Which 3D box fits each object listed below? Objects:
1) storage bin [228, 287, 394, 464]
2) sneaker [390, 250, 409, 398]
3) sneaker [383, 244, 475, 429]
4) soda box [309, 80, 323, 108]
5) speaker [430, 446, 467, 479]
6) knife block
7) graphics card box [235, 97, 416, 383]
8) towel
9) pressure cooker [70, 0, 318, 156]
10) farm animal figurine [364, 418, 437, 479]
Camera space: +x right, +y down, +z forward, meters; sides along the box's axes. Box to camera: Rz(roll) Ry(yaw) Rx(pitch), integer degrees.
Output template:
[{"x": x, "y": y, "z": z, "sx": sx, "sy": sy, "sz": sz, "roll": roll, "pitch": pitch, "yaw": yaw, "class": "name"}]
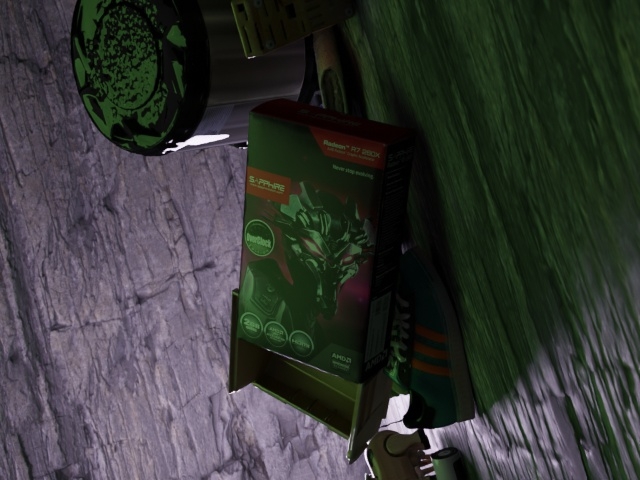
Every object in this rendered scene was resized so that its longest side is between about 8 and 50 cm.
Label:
[{"x": -0.016, "y": 0.211, "z": 1.680, "sx": 0.262, "sy": 0.123, "sz": 0.260, "roll": 26, "pitch": 131, "yaw": 24, "class": "storage bin"}, {"x": 0.097, "y": 0.062, "z": 1.743, "sx": 0.202, "sy": 0.185, "sz": 0.482, "roll": -60, "pitch": -42, "yaw": -62, "class": "sneaker"}, {"x": 0.149, "y": 0.160, "z": 1.518, "sx": 0.108, "sy": 0.121, "sz": 0.302, "roll": -124, "pitch": 17, "yaw": -72, "class": "sneaker"}, {"x": 0.007, "y": -0.271, "z": 2.014, "sx": 0.169, "sy": 0.053, "sz": 0.060, "roll": 80, "pitch": 172, "yaw": -53, "class": "soda box"}, {"x": 0.248, "y": 0.458, "z": 1.840, "sx": 0.055, "sy": 0.055, "sz": 0.136, "roll": -150, "pitch": 43, "yaw": -83, "class": "speaker"}, {"x": -0.077, "y": -0.376, "z": 1.573, "sx": 0.242, "sy": 0.276, "sz": 0.088, "roll": 13, "pitch": 126, "yaw": 50, "class": "knife block"}, {"x": 0.000, "y": 0.000, "z": 1.439, "sx": 0.094, "sy": 0.233, "sz": 0.370, "roll": -28, "pitch": -51, "yaw": -53, "class": "graphics card box"}, {"x": 0.025, "y": -0.246, "z": 1.775, "sx": 0.187, "sy": 0.049, "sz": 0.282, "roll": -98, "pitch": -3, "yaw": -46, "class": "towel"}, {"x": -0.206, "y": -0.351, "z": 1.860, "sx": 0.370, "sy": 0.420, "sz": 0.375, "roll": -1, "pitch": 101, "yaw": 44, "class": "pressure cooker"}, {"x": 0.159, "y": 0.514, "z": 1.993, "sx": 0.330, "sy": 0.172, "sz": 0.326, "roll": 68, "pitch": -173, "yaw": -48, "class": "farm animal figurine"}]
